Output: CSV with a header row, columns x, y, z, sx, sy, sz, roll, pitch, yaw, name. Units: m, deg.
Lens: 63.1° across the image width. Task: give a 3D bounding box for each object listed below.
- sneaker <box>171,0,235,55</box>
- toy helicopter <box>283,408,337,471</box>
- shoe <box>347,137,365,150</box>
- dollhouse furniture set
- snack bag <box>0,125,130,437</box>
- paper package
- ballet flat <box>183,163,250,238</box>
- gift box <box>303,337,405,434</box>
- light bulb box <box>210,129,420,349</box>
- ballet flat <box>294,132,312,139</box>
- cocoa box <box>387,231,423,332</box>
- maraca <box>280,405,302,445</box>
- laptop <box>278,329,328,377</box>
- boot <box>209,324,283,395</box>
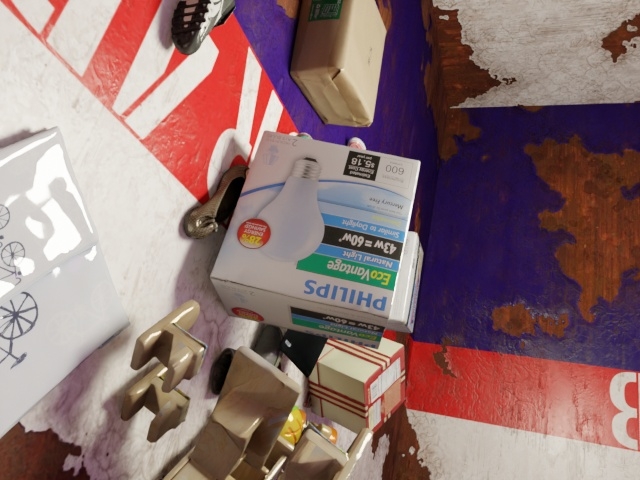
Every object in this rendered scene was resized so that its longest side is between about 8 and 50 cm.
x,y,z,sx,sy,sz,roll,pitch,yaw,name
-0.204,-0.429,0.965,0.106,0.078,0.235,43,52,-60,sneaker
-0.031,0.589,1.336,0.235,0.140,0.355,-60,-169,-15,toy helicopter
0.127,-0.272,1.845,0.178,0.063,0.081,75,23,-48,shoe
-0.128,0.332,0.923,0.256,0.362,0.394,-39,158,-54,dollhouse furniture set
-0.387,0.068,0.648,0.323,0.037,0.343,-53,141,-55,snack bag
0.060,-0.542,1.494,0.309,0.168,0.325,38,60,-65,paper package
-0.194,-0.082,1.076,0.250,0.058,0.084,-57,145,-51,ballet flat
0.090,0.429,1.632,0.276,0.258,0.255,-22,118,-44,gift box
0.000,0.000,1.124,0.225,0.357,0.361,89,14,-64,light bulb box
-0.046,-0.201,1.430,0.079,0.076,0.222,-87,173,-55,ballet flat
0.252,0.156,2.006,0.228,0.231,0.348,49,49,-62,cocoa box
-0.113,0.506,1.338,0.186,0.099,0.127,-56,154,-7,maraca
-0.065,0.193,1.407,0.264,0.136,0.234,58,-3,37,laptop
-0.168,0.270,1.205,0.208,0.075,0.190,39,55,-56,boot
